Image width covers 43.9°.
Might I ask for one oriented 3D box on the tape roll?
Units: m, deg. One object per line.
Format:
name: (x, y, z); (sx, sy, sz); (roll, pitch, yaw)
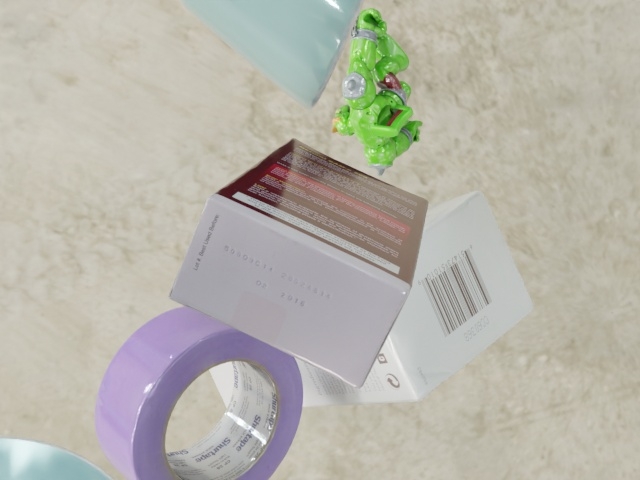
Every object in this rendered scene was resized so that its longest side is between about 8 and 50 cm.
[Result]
tape roll: (-0.114, 0.163, 0.768); (0.080, 0.189, 0.189); (20, 93, 48)

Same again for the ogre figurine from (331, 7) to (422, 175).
ogre figurine: (0.072, -0.170, 0.970); (0.097, 0.197, 0.118); (16, 52, 14)

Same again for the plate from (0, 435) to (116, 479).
plate: (-0.184, 0.195, 0.446); (0.188, 0.188, 0.024); (43, 128, 18)

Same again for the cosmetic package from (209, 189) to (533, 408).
cosmetic package: (0.027, 0.085, 0.953); (0.385, 0.217, 0.156); (-17, 99, 51)

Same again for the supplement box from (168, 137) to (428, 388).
supplement box: (0.000, 0.000, 0.564); (0.130, 0.239, 0.073); (25, 109, 3)

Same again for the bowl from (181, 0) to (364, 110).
bowl: (-0.025, -0.283, 0.672); (0.163, 0.311, 0.311); (20, 92, -6)
